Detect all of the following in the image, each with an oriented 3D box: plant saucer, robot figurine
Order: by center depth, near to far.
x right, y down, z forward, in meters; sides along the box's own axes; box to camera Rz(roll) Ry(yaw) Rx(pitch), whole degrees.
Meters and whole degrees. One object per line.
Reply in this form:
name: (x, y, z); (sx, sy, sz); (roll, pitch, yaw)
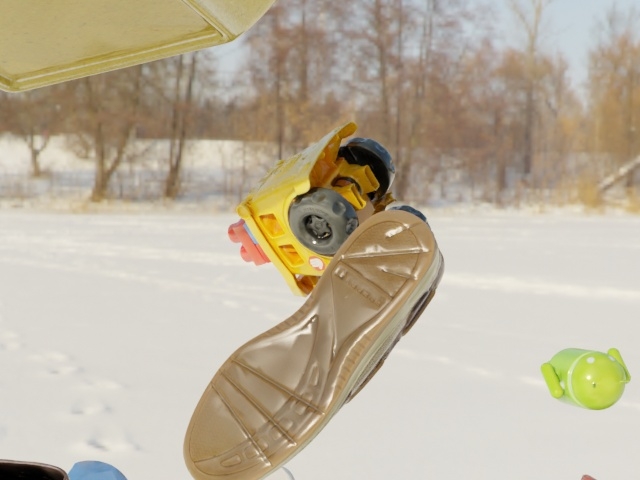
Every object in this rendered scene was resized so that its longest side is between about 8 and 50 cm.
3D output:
plant saucer: (-0.218, -0.207, 0.778); (0.332, 0.081, 0.332); (-10, -10, 16)
robot figurine: (0.302, 0.158, 1.114); (0.101, 0.067, 0.115); (-7, 0, -14)

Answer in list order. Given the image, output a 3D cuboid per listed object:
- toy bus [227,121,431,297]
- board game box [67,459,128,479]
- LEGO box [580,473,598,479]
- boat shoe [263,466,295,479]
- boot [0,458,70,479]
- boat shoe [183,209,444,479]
toy bus: (0.000, 0.000, 1.166); (0.211, 0.220, 0.149); (-19, 23, 37)
board game box: (-0.318, 0.371, 1.275); (0.033, 0.169, 0.133); (2, -40, 46)
LEGO box: (0.430, 0.634, 1.367); (0.193, 0.500, 0.372); (32, -7, -21)
boat shoe: (-0.066, 0.609, 1.875); (0.127, 0.341, 0.158); (-5, -16, 28)
boot: (-0.301, 0.257, 0.924); (0.248, 0.207, 0.090); (3, 48, 21)
boat shoe: (0.005, 0.125, 1.001); (0.123, 0.342, 0.123); (37, -3, 29)
